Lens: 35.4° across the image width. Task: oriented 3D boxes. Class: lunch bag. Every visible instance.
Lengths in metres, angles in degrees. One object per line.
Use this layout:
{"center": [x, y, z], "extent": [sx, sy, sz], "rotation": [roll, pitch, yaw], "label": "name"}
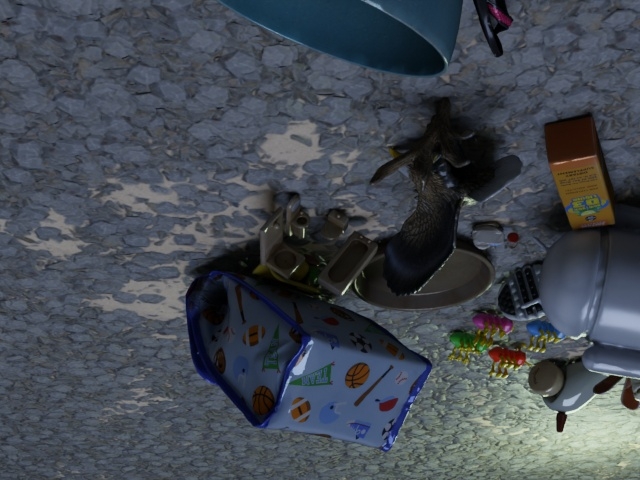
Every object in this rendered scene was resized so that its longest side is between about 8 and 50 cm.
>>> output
{"center": [-0.048, 0.209, 1.887], "extent": [0.328, 0.385, 0.239], "rotation": [20, 101, -40], "label": "lunch bag"}

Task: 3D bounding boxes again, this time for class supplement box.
{"center": [0.419, -0.102, 1.604], "extent": [0.078, 0.080, 0.233], "rotation": [-10, 152, 20], "label": "supplement box"}

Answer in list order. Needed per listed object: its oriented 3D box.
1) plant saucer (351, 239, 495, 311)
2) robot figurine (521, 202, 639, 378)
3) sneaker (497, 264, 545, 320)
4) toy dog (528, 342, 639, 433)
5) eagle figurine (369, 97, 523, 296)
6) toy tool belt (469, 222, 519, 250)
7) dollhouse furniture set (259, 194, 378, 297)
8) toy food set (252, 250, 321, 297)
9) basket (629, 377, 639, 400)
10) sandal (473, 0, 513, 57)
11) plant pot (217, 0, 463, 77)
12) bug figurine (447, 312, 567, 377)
{"center": [0.196, 0.063, 1.934], "extent": [0.278, 0.041, 0.278], "rotation": [0, 151, 0], "label": "plant saucer"}
{"center": [0.530, 0.085, 1.712], "extent": [0.354, 0.299, 0.200], "rotation": [10, 164, 8], "label": "robot figurine"}
{"center": [0.477, 0.088, 1.933], "extent": [0.292, 0.110, 0.118], "rotation": [-25, 152, 37], "label": "sneaker"}
{"center": [0.647, 0.351, 2.350], "extent": [0.220, 0.161, 0.334], "rotation": [16, 147, -29], "label": "toy dog"}
{"center": [0.186, -0.069, 1.554], "extent": [0.226, 0.225, 0.298], "rotation": [-14, 140, 1], "label": "eagle figurine"}
{"center": [0.314, -0.007, 1.813], "extent": [0.083, 0.052, 0.051], "rotation": [0, -177, 4], "label": "toy tool belt"}
{"center": [0.000, 0.000, 1.704], "extent": [0.151, 0.144, 0.123], "rotation": [32, 155, 15], "label": "dollhouse furniture set"}
{"center": [-0.052, 0.052, 1.857], "extent": [0.128, 0.071, 0.218], "rotation": [17, 175, 2], "label": "toy food set"}
{"center": [0.778, 0.198, 1.975], "extent": [0.331, 0.266, 0.328], "rotation": [-16, 149, 28], "label": "basket"}
{"center": [0.216, -0.296, 1.260], "extent": [0.040, 0.067, 0.179], "rotation": [-20, 145, 10], "label": "sandal"}
{"center": [0.029, -0.316, 1.035], "extent": [0.290, 0.195, 0.290], "rotation": [21, 179, 0], "label": "plant pot"}
{"center": [0.406, 0.218, 2.191], "extent": [0.216, 0.072, 0.279], "rotation": [13, 153, -13], "label": "bug figurine"}
